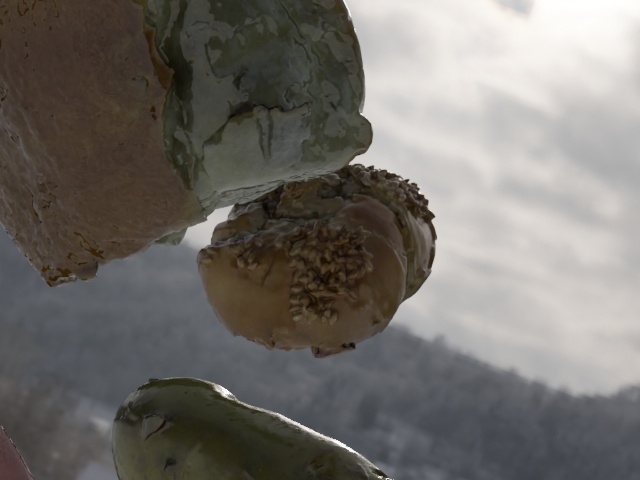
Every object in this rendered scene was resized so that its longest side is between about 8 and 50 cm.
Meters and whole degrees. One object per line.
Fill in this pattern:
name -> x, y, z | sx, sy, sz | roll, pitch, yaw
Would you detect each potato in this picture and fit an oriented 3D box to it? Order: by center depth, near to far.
potato -> -0.029, 0.134, 0.850 | 0.188, 0.105, 0.085 | 14, 27, 33

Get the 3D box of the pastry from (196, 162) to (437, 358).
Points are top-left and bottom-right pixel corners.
pastry -> 0.000, 0.000, 1.961 | 0.255, 0.311, 0.162 | 13, -52, 21

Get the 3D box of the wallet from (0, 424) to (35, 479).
wallet -> -0.305, 0.234, 1.375 | 0.142, 0.045, 0.204 | 59, 22, -9

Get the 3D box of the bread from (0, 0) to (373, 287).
bread -> -0.116, -0.117, 1.205 | 0.279, 0.225, 0.250 | -16, -76, 46
